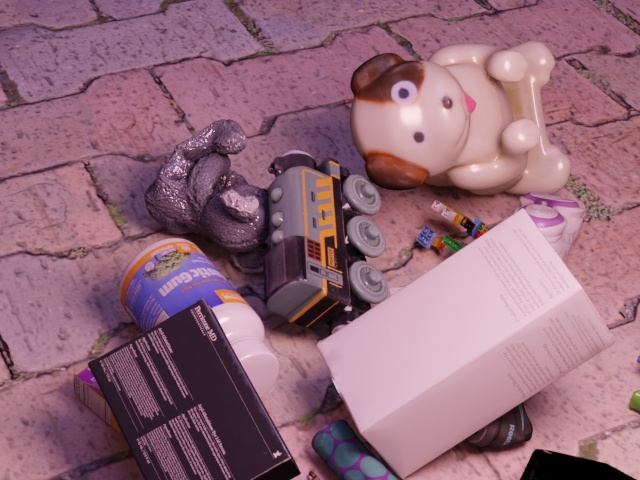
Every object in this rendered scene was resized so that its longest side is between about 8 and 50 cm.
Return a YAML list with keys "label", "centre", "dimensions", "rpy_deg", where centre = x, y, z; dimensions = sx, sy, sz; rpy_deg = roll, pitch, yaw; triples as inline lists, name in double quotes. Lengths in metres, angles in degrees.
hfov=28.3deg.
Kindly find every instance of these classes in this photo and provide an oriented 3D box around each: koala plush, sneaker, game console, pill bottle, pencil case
- label: "koala plush"
  centre: [-0.163, -0.054, 2.134]
  dimensions: [0.203, 0.196, 0.221]
  rpy_deg: [-30, 51, -23]
- label: "sneaker"
  centre: [0.240, 0.215, 1.944]
  dimensions: [0.106, 0.101, 0.267]
  rpy_deg: [11, 38, -25]
- label: "sneaker"
  centre: [0.382, 0.001, 2.209]
  dimensions: [0.114, 0.152, 0.305]
  rpy_deg: [13, 15, 20]
- label: "game console"
  centre: [0.344, 0.409, 1.701]
  dimensions: [0.213, 0.044, 0.361]
  rpy_deg: [21, 31, 17]
- label: "pill bottle"
  centre: [-0.179, 0.129, 1.914]
  dimensions: [0.152, 0.152, 0.272]
  rpy_deg: [-19, 45, -30]
- label: "pencil case"
  centre: [0.054, 0.320, 1.783]
  dimensions: [0.064, 0.070, 0.151]
  rpy_deg: [-47, 54, 3]

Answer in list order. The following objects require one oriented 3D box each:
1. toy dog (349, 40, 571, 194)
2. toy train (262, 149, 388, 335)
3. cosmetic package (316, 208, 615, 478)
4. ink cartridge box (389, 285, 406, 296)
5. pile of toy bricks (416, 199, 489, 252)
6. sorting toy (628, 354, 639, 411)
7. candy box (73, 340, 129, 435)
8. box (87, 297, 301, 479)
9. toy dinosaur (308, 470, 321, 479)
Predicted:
- label: "toy dog"
  centre: [0.208, -0.218, 2.217]
  dimensions: [0.395, 0.285, 0.408]
  rpy_deg: [1, 2, 31]
- label: "toy train"
  centre: [0.000, 0.000, 2.040]
  dimensions: [0.190, 0.142, 0.334]
  rpy_deg: [23, 47, -31]
- label: "cosmetic package"
  centre: [0.202, 0.146, 1.812]
  dimensions: [0.365, 0.155, 0.197]
  rpy_deg: [-34, 43, 7]
- label: "ink cartridge box"
  centre: [0.220, 0.082, 2.035]
  dimensions: [0.207, 0.046, 0.097]
  rpy_deg: [-9, -3, 11]
- label: "pile of toy bricks"
  centre: [0.263, 0.025, 2.178]
  dimensions: [0.105, 0.118, 0.212]
  rpy_deg: [23, 12, -39]
- label: "sorting toy"
  centre: [0.636, 0.280, 1.947]
  dimensions: [0.347, 0.047, 0.196]
  rpy_deg: [27, 47, 24]
- label: "candy box"
  centre: [-0.260, 0.234, 1.851]
  dimensions: [0.186, 0.053, 0.109]
  rpy_deg: [35, 46, 28]
- label: "box"
  centre: [-0.170, 0.240, 1.714]
  dimensions: [0.184, 0.103, 0.261]
  rpy_deg: [-30, 66, -2]
- label: "toy dinosaur"
  centre: [0.022, 0.354, 1.759]
  dimensions: [0.082, 0.047, 0.090]
  rpy_deg: [28, 26, -7]
